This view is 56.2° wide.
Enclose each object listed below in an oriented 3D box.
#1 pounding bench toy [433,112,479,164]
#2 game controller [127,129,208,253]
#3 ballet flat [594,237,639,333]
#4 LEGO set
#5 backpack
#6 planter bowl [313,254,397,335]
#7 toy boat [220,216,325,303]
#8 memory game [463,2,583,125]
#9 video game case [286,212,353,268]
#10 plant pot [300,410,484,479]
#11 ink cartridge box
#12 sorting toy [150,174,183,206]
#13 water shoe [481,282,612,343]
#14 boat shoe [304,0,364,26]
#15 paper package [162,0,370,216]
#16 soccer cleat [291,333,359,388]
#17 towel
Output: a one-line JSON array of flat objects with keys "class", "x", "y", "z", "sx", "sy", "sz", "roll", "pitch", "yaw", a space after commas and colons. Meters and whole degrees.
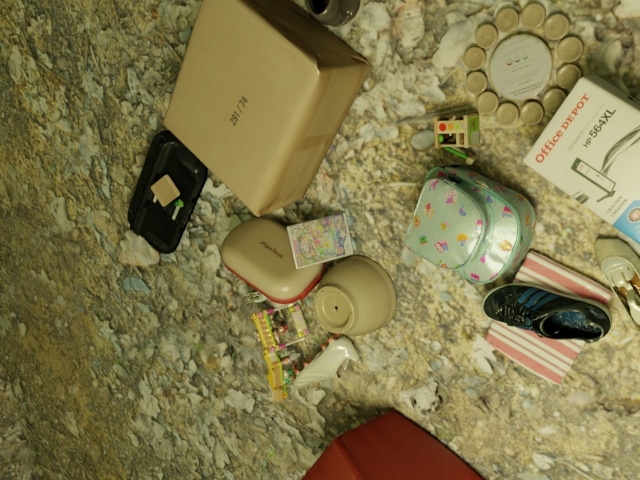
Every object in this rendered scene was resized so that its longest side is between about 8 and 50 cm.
[{"class": "pounding bench toy", "x": 0.224, "y": -0.167, "z": 0.997, "sx": 0.065, "sy": 0.052, "sz": 0.083, "roll": 5, "pitch": 108, "yaw": 36}, {"class": "game controller", "x": -0.382, "y": -0.111, "z": 1.481, "sx": 0.166, "sy": 0.067, "sz": 0.319, "roll": 36, "pitch": 125, "yaw": 6}, {"class": "ballet flat", "x": 0.462, "y": 0.070, "z": 0.892, "sx": 0.057, "sy": 0.052, "sz": 0.168, "roll": -36, "pitch": 81, "yaw": 39}, {"class": "LEGO set", "x": -0.082, "y": 0.239, "z": 1.355, "sx": 0.132, "sy": 0.107, "sz": 0.286, "roll": -157, "pitch": 51, "yaw": -69}, {"class": "backpack", "x": 0.242, "y": -0.023, "z": 0.975, "sx": 0.188, "sy": 0.144, "sz": 0.165, "roll": 29, "pitch": 114, "yaw": 24}, {"class": "planter bowl", "x": 0.053, "y": 0.121, "z": 1.183, "sx": 0.162, "sy": 0.109, "sz": 0.162, "roll": 13, "pitch": 112, "yaw": 34}, {"class": "toy boat", "x": -0.102, "y": 0.058, "z": 1.282, "sx": 0.231, "sy": 0.151, "sz": 0.151, "roll": 33, "pitch": 151, "yaw": 25}, {"class": "memory game", "x": 0.310, "y": -0.268, "z": 0.926, "sx": 0.186, "sy": 0.012, "sz": 0.186, "roll": 12, "pitch": 111, "yaw": 33}, {"class": "video game case", "x": 0.000, "y": 0.000, "z": 1.187, "sx": 0.011, "sy": 0.122, "sz": 0.087, "roll": -163, "pitch": 60, "yaw": -73}, {"class": "plant pot", "x": 0.116, "y": 0.500, "z": 1.176, "sx": 0.235, "sy": 0.267, "sz": 0.267, "roll": 50, "pitch": 128, "yaw": 28}, {"class": "ink cartridge box", "x": 0.416, "y": -0.117, "z": 0.845, "sx": 0.203, "sy": 0.086, "sz": 0.148, "roll": 40, "pitch": 125, "yaw": 20}, {"class": "sorting toy", "x": -0.360, "y": -0.108, "z": 1.423, "sx": 0.062, "sy": 0.012, "sz": 0.083, "roll": -30, "pitch": 95, "yaw": 29}, {"class": "water shoe", "x": 0.345, "y": 0.113, "z": 0.944, "sx": 0.203, "sy": 0.080, "sz": 0.072, "roll": 3, "pitch": 103, "yaw": 36}, {"class": "boat shoe", "x": 0.000, "y": -0.538, "z": 1.019, "sx": 0.112, "sy": 0.096, "sz": 0.335, "roll": -5, "pitch": 102, "yaw": 38}, {"class": "paper package", "x": -0.117, "y": -0.274, "z": 1.149, "sx": 0.309, "sy": 0.168, "sz": 0.324, "roll": 43, "pitch": 126, "yaw": 18}, {"class": "soccer cleat", "x": 0.006, "y": 0.279, "z": 1.300, "sx": 0.076, "sy": 0.068, "sz": 0.196, "roll": 48, "pitch": 124, "yaw": 11}, {"class": "towel", "x": 0.374, "y": 0.129, "z": 0.998, "sx": 0.144, "sy": 0.029, "sz": 0.197, "roll": 31, "pitch": 118, "yaw": 25}]
